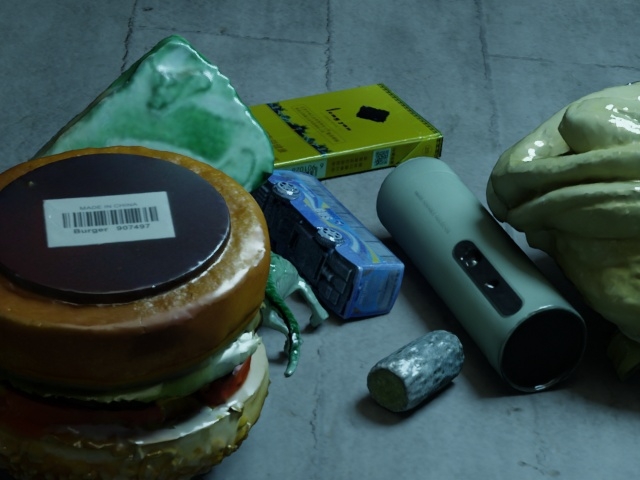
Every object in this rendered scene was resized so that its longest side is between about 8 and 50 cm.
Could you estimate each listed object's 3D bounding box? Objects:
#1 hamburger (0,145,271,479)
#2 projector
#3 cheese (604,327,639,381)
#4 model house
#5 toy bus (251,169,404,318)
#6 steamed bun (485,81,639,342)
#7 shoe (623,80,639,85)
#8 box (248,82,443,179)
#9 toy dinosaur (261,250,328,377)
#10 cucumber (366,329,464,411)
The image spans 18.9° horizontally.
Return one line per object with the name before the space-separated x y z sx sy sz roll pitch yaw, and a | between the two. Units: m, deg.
hamburger | -0.205 0.082 1.823 0.330 0.250 0.330 1 36 -1
projector | 0.171 0.031 2.121 0.108 0.108 0.337 -7 33 -21
cheese | 0.354 0.118 2.069 0.084 0.041 0.060 -1 29 -10
model house | -0.225 -0.068 2.182 0.267 0.194 0.325 -45 12 -14
toy bus | 0.001 0.003 2.174 0.094 0.079 0.236 5 26 -35
steamed bun | 0.379 -0.033 2.081 0.372 0.230 0.325 36 22 19
shoe | 0.379 -0.104 2.419 0.108 0.093 0.241 11 49 41
box | -0.002 -0.133 2.426 0.279 0.041 0.153 -11 34 -28
toy dinosaur | -0.032 0.076 2.015 0.129 0.076 0.383 41 1 -28
cucumber | 0.100 0.131 1.981 0.064 0.064 0.112 26 36 29
